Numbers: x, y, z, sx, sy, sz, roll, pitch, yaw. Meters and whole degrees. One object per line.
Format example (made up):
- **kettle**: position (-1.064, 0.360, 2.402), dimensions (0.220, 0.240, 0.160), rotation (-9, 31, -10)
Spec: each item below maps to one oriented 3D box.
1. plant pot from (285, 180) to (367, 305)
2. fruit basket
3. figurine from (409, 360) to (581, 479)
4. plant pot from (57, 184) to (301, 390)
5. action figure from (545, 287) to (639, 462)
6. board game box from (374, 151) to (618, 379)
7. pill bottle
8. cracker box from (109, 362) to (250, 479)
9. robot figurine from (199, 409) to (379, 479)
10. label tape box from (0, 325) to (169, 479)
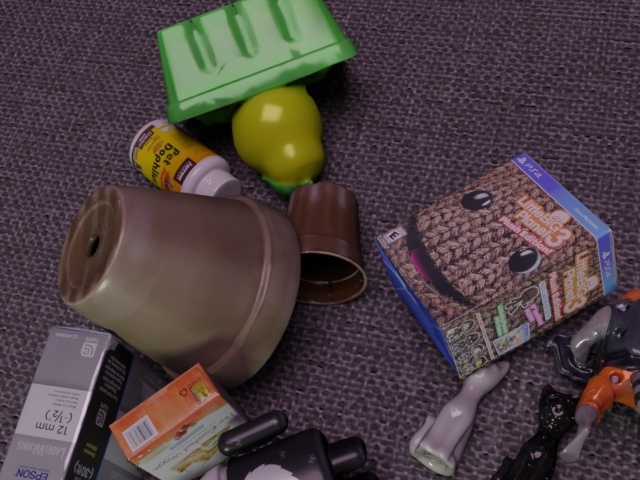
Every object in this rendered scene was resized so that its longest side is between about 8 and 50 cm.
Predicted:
- **plant pot**: position (0.000, 0.000, 1.416), dimensions (0.167, 0.167, 0.165), rotation (-3, 54, 11)
- **fruit basket**: position (-0.101, -0.266, 1.549), dimensions (0.392, 0.283, 0.392), rotation (-1, 101, -7)
- **figurine**: position (0.272, 0.279, 1.252), dimensions (0.215, 0.092, 0.209), rotation (25, 63, 24)
- **plant pot**: position (-0.239, 0.051, 1.290), dimensions (0.323, 0.280, 0.323), rotation (-25, 55, 41)
- **action figure**: position (0.500, 0.194, 1.175), dimensions (0.341, 0.178, 0.330), rotation (8, 46, 11)
- **board game box**: position (0.275, 0.034, 1.307), dimensions (0.291, 0.141, 0.232), rotation (-30, 44, -5)
- **pill bottle**: position (-0.251, -0.132, 1.553), dimensions (0.215, 0.117, 0.117), rotation (35, 74, 26)
- **cracker box**: position (-0.198, 0.290, 1.254), dimensions (0.156, 0.232, 0.067), rotation (-35, 62, -7)
- **robot figurine**: position (-0.053, 0.381, 1.207), dimensions (0.278, 0.173, 0.209), rotation (-21, 48, 0)
- **label tape box**: position (-0.363, 0.338, 1.253), dimensions (0.115, 0.249, 0.347), rotation (4, 63, 14)
